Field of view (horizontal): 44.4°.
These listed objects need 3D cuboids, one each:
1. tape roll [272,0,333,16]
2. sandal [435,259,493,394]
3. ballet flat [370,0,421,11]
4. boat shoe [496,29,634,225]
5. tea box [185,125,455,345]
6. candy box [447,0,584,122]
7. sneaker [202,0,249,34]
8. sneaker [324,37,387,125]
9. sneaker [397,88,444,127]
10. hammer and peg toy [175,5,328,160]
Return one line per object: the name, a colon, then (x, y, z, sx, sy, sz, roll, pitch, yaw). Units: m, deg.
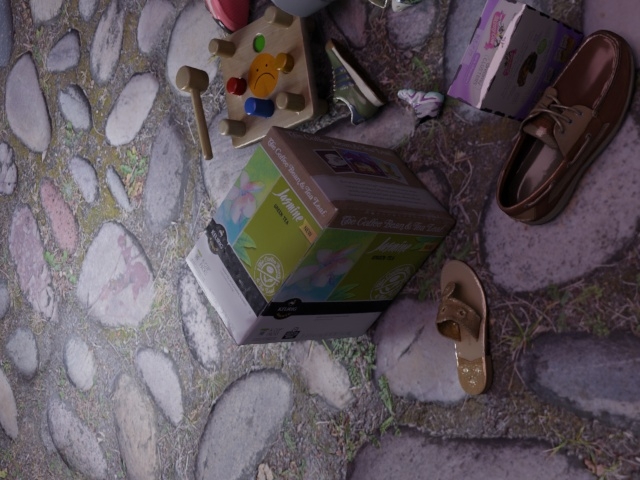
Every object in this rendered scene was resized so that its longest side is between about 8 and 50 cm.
tape roll: (-0.049, -0.558, 1.552, 0.072, 0.219, 0.219, -23, 73, 41)
sandal: (0.238, 0.148, 1.354, 0.088, 0.079, 0.240, -18, 76, 41)
ballet flat: (0.139, -0.470, 1.492, 0.188, 0.070, 0.070, 36, 112, 40)
boat shoe: (0.374, -0.169, 1.214, 0.123, 0.116, 0.324, 35, 111, 38)
tea box: (0.000, 0.000, 1.411, 0.220, 0.329, 0.324, 53, 122, 31)
candy box: (0.307, -0.277, 1.227, 0.070, 0.196, 0.165, 36, 112, 37)
sneaker: (-0.184, -0.622, 1.752, 0.136, 0.116, 0.314, -3, 86, 41)
sneaker: (0.048, -0.310, 1.557, 0.086, 0.064, 0.192, -47, 62, 25)
sneaker: (0.179, -0.243, 1.452, 0.098, 0.038, 0.069, 16, 98, 42)
hammer and peg toy: (-0.150, -0.330, 1.702, 0.361, 0.127, 0.266, -16, 79, 41)
